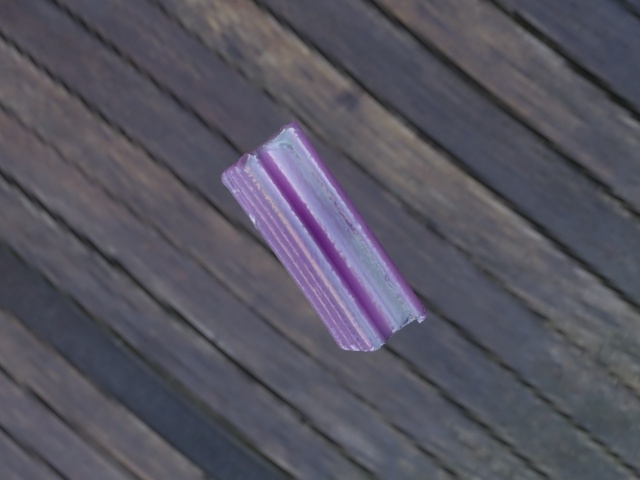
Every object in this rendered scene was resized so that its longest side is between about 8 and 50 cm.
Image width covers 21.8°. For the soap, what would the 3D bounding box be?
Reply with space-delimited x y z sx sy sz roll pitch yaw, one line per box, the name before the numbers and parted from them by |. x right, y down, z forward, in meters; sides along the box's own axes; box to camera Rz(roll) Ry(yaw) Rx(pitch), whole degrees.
soap | 0.000 0.000 1.454 0.203 0.065 0.122 56 167 -5
